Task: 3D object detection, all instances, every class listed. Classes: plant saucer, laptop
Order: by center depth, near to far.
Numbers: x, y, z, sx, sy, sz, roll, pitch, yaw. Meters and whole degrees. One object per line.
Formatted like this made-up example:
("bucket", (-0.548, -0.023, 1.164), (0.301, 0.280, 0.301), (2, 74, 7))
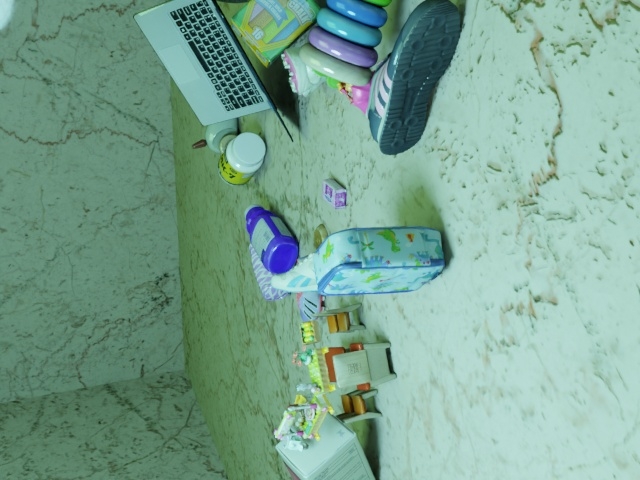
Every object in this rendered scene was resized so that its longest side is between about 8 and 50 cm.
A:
("plant saucer", (0.000, 0.000, 1.923), (0.083, 0.015, 0.084), (173, 90, -70))
("laptop", (-0.289, -0.436, 2.002), (0.382, 0.407, 0.236), (60, -144, -33))

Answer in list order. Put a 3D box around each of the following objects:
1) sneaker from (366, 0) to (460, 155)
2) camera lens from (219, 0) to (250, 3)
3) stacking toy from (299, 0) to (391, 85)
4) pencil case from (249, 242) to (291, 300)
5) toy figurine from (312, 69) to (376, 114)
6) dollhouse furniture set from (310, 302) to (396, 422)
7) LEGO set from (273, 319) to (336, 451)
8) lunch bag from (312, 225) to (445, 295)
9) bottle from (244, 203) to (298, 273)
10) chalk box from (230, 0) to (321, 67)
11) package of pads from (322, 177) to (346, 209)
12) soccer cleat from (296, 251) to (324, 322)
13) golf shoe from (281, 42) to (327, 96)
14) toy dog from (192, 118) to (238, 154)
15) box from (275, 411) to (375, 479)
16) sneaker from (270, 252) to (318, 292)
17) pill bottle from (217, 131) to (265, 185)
("sneaker", (0.139, -0.299, 1.303), (0.319, 0.112, 0.131), (110, 145, -48))
("camera lens", (-0.227, -0.786, 1.957), (0.274, 0.219, 0.219), (102, 152, -43))
("stacking toy", (0.084, -0.448, 1.328), (0.330, 0.141, 0.141), (-66, 31, 20))
("pencil case", (-0.157, 0.084, 2.273), (0.088, 0.086, 0.206), (95, 157, -50))
("toy figurine", (0.073, -0.310, 1.505), (0.159, 0.130, 0.173), (60, 171, 26))
("dollhouse furniture set", (0.053, 0.280, 1.707), (0.259, 0.135, 0.262), (153, 108, -69))
("LEGO set", (-0.046, 0.315, 1.592), (0.132, 0.107, 0.287), (22, 107, 53))
("lunch bag", (0.103, 0.042, 1.367), (0.176, 0.218, 0.090), (132, 134, -63))
("bottle", (-0.152, -0.015, 2.207), (0.283, 0.092, 0.118), (53, 128, 54))
("chalk box", (-0.083, -0.514, 1.704), (0.132, 0.213, 0.132), (46, 180, -10))
("package of pads", (0.031, -0.110, 1.774), (0.083, 0.031, 0.050), (-134, 39, -58))
("soccer cleat", (-0.034, 0.124, 1.942), (0.248, 0.095, 0.083), (106, 152, -44))
("golf shoe", (-0.005, -0.390, 1.685), (0.306, 0.140, 0.115), (-91, -20, -75))
("toy dog", (-0.358, -0.425, 2.524), (0.220, 0.160, 0.334), (157, 104, -69))
("box", (0.019, 0.525, 1.733), (0.127, 0.148, 0.232), (30, 149, 47))
("sneaker", (-0.018, 0.077, 1.798), (0.228, 0.087, 0.092), (-7, 86, 30))
("pill bottle", (-0.242, -0.252, 2.336), (0.208, 0.119, 0.119), (144, 117, -67))
